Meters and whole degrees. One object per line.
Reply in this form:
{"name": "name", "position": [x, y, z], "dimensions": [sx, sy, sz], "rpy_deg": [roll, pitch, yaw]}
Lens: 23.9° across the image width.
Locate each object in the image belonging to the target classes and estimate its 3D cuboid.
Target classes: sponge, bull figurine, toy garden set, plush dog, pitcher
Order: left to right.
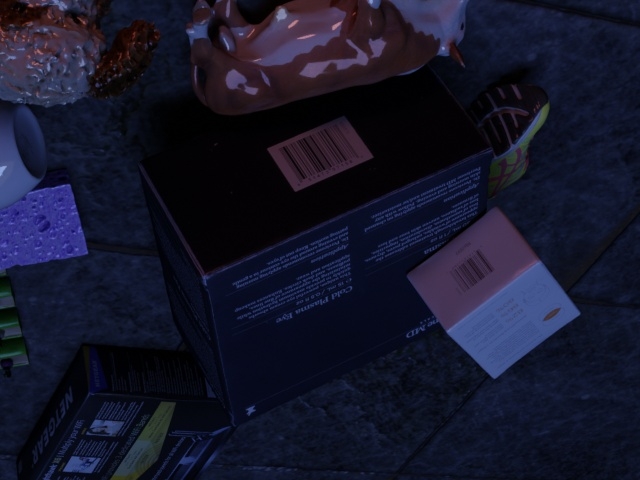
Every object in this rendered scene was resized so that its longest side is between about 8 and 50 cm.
{"name": "toy garden set", "position": [-0.474, 0.112, 1.861], "dimensions": [0.203, 0.049, 0.244], "rpy_deg": [-9, 144, -8]}
{"name": "pitcher", "position": [-0.387, -0.067, 1.590], "dimensions": [0.207, 0.125, 0.178], "rpy_deg": [-12, 146, 12]}
{"name": "sponge", "position": [-0.380, -0.013, 1.727], "dimensions": [0.210, 0.031, 0.117], "rpy_deg": [-11, 137, -6]}
{"name": "plush dog", "position": [-0.266, -0.213, 1.340], "dimensions": [0.262, 0.225, 0.211], "rpy_deg": [4, 140, -25]}
{"name": "bull figurine", "position": [0.008, -0.217, 1.545], "dimensions": [0.310, 0.101, 0.188], "rpy_deg": [-19, 141, 3]}

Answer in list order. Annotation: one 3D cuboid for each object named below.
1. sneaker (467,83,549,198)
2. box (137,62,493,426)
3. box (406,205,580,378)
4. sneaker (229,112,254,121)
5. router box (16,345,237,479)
{"name": "sneaker", "position": [0.215, -0.113, 1.786], "dimensions": [0.094, 0.081, 0.208], "rpy_deg": [0, 149, -32]}
{"name": "box", "position": [0.000, 0.000, 1.701], "dimensions": [0.343, 0.179, 0.312], "rpy_deg": [-24, 146, -14]}
{"name": "box", "position": [0.197, 0.061, 1.701], "dimensions": [0.130, 0.091, 0.170], "rpy_deg": [-38, 147, 5]}
{"name": "sneaker", "position": [-0.078, -0.113, 1.711], "dimensions": [0.057, 0.047, 0.119], "rpy_deg": [7, 144, 7]}
{"name": "router box", "position": [-0.265, 0.272, 2.125], "dimensions": [0.243, 0.081, 0.309], "rpy_deg": [7, 139, -28]}
